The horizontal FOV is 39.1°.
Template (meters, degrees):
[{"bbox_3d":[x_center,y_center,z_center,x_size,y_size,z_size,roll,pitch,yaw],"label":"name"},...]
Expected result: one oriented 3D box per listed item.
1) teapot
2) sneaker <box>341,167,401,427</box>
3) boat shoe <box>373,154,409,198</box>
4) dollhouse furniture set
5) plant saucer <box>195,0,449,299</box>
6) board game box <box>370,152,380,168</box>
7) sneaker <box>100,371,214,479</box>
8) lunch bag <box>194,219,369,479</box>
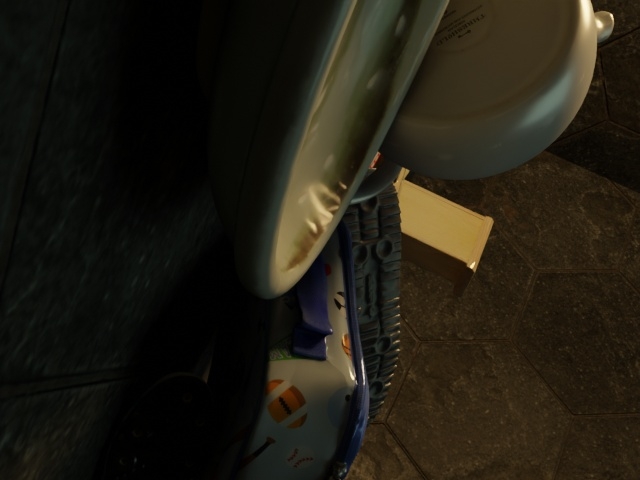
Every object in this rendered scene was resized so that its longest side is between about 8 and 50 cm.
[{"bbox_3d":[0.134,-0.151,0.852,0.187,0.255,0.253,58,42,-62],"label":"teapot"},{"bbox_3d":[0.018,0.064,1.018,0.131,0.112,0.319,27,-65,57],"label":"sneaker"},{"bbox_3d":[0.073,-0.072,1.393,0.098,0.109,0.302,75,38,-67],"label":"boat shoe"},{"bbox_3d":[0.117,0.095,1.685,0.362,0.256,0.394,-56,169,-52],"label":"dollhouse furniture set"},{"bbox_3d":[0.015,-0.161,0.556,0.400,0.100,0.401,25,90,-84],"label":"plant saucer"},{"bbox_3d":[0.054,-0.142,1.147,0.147,0.045,0.193,-61,171,-3],"label":"board game box"},{"bbox_3d":[-0.152,0.210,0.785,0.086,0.085,0.237,-109,-143,-65],"label":"sneaker"},{"bbox_3d":[-0.034,0.122,0.814,0.303,0.114,0.243,-96,-156,-54],"label":"lunch bag"}]
